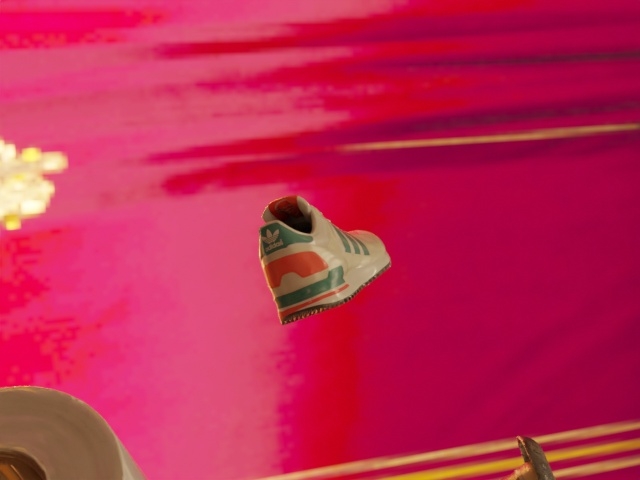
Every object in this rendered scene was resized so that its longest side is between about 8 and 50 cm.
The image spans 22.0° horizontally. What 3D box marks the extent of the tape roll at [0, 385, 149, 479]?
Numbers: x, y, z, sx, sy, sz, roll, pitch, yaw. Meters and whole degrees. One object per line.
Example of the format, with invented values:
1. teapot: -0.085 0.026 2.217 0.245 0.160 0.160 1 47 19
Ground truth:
1. tape roll: -0.273 0.265 1.385 0.286 0.286 0.100 47 -12 45

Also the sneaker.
1. sneaker: 0.000 0.000 1.092 0.057 0.161 0.075 -21 -84 20

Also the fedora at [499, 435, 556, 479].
1. fedora: 0.260 0.426 2.102 0.334 0.152 0.334 -19 90 -89
